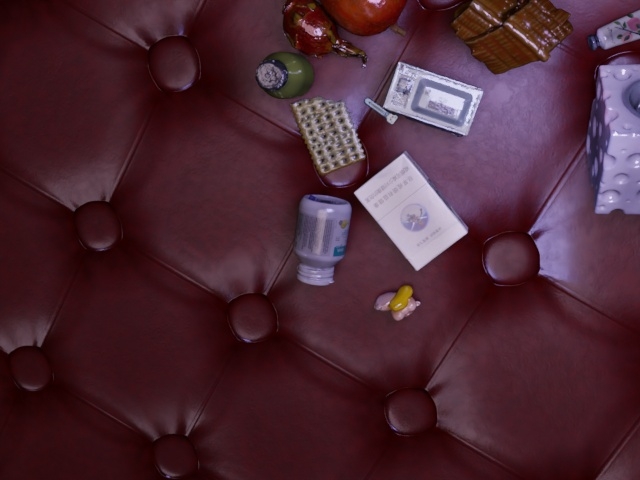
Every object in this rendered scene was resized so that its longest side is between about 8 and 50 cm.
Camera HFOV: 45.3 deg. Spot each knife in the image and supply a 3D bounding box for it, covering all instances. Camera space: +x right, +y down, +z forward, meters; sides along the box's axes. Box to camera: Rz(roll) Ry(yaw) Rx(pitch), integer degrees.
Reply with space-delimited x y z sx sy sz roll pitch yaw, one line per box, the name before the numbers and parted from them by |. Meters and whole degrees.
knife | 0.149 -0.326 1.917 0.096 0.010 0.027 36 106 1

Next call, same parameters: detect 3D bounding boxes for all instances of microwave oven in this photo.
microwave oven | 0.262 -0.335 1.819 0.208 0.162 0.122 19 105 2

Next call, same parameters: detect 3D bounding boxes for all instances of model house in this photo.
model house | 0.428 -0.485 1.723 0.220 0.229 0.199 -37 99 15

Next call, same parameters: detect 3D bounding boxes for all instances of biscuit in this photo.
biscuit | 0.022 -0.276 1.949 0.144 0.016 0.203 -19 99 14

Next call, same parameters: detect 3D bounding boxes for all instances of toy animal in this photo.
toy animal | 0.199 0.175 1.983 0.114 0.091 0.082 -22 112 13

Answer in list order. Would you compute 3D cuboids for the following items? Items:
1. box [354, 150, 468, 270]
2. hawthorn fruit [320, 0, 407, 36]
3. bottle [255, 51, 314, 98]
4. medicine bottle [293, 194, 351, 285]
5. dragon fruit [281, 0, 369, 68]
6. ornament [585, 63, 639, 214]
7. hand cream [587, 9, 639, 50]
box | 0.228 -0.075 1.928 0.164 0.069 0.256 -38 92 16
hawthorn fruit | 0.114 -0.571 1.780 0.205 0.205 0.253 -43 98 16
bottle | -0.090 -0.390 1.817 0.112 0.260 0.112 2 102 10
medicine bottle | 0.000 0.000 1.952 0.135 0.135 0.215 10 104 8
dragon fruit | 0.011 -0.494 1.852 0.246 0.125 0.125 30 103 -4
ornament | 0.725 -0.220 1.670 0.239 0.239 0.239 1 138 11
hand cream | 0.733 -0.494 1.759 0.234 0.050 0.080 -20 94 8
